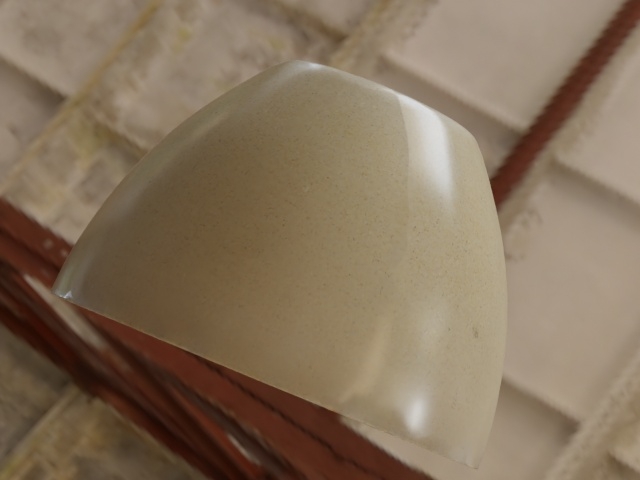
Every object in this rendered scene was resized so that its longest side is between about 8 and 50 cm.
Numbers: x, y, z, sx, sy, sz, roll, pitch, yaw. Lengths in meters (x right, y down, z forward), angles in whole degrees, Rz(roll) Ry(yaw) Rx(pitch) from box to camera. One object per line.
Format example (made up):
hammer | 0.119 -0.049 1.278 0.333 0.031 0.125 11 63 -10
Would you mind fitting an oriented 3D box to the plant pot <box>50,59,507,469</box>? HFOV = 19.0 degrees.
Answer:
plant pot | 0.000 0.000 1.184 0.284 0.284 0.191 20 -94 32
